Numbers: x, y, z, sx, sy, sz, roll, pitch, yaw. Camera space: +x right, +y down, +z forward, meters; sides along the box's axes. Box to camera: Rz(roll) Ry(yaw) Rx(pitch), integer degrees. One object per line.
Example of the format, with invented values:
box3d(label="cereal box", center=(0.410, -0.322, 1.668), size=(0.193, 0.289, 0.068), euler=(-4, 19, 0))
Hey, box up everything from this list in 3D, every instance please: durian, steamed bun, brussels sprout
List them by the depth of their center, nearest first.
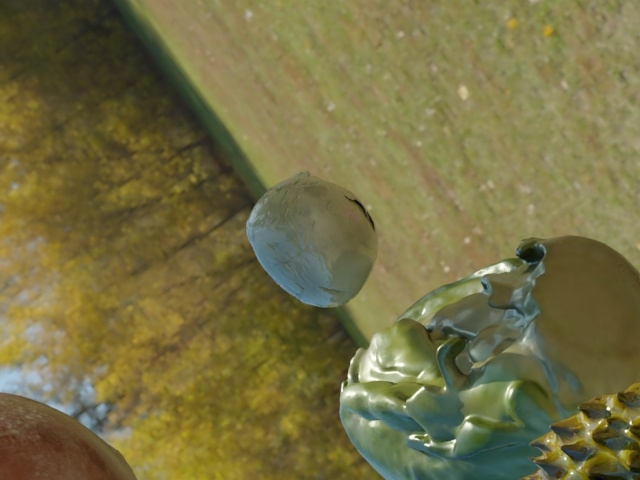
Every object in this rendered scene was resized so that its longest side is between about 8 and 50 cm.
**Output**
box3d(label="durian", center=(0.179, 0.153, 0.612), size=(0.165, 0.132, 0.182), euler=(65, 162, 9))
box3d(label="steamed bun", center=(0.000, 0.000, 1.128), size=(0.130, 0.091, 0.112), euler=(51, -142, -15))
box3d(label="brussels sprout", center=(0.202, 0.147, 1.138), size=(0.315, 0.276, 0.371), euler=(34, 153, -3))

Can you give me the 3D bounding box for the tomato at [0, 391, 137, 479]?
box3d(label="tomato", center=(-0.242, 0.238, 0.919), size=(0.270, 0.227, 0.270), euler=(46, 154, 30))
